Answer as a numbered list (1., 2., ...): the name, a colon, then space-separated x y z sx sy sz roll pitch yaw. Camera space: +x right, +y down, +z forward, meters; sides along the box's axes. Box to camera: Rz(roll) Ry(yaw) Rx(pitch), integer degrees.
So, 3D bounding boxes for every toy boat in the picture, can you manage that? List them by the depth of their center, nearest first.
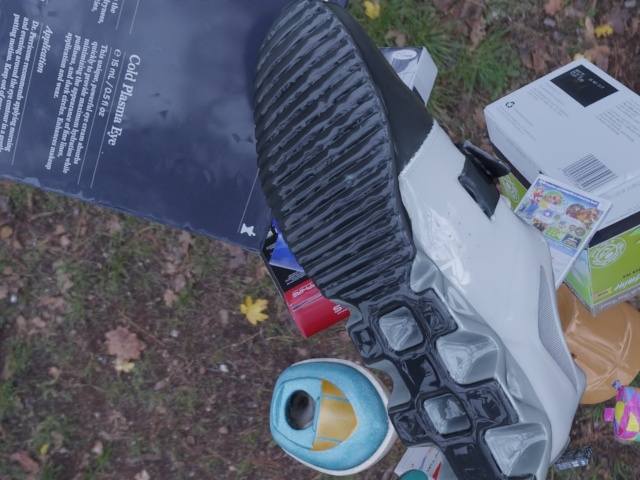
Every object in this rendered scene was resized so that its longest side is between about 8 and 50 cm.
1. toy boat: 0.003 0.356 1.032 0.268 0.148 0.318 -7 71 41

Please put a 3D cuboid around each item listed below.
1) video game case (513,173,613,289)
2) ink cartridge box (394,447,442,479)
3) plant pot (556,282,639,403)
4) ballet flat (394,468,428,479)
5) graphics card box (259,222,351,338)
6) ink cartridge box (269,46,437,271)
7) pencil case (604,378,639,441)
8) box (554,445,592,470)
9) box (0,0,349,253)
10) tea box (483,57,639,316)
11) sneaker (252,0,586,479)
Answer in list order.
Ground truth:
1. video game case: 0.242 -0.006 0.668 0.087 0.011 0.122 33 87 40
2. ink cartridge box: 0.261 0.441 1.246 0.078 0.231 0.134 43 64 -5
3. plant pot: 0.632 0.239 1.566 0.203 0.291 0.290 29 97 -19
4. ballet flat: 0.135 0.492 1.123 0.070 0.188 0.070 16 120 30
5. graphics card box: 0.000 0.000 1.176 0.233 0.094 0.371 -27 37 -7
6. ink cartridge box: 0.033 -0.113 0.856 0.165 0.065 0.332 10 74 34
7. pencil case: 0.621 0.304 1.054 0.236 0.104 0.104 5 85 13
8. box: 0.641 0.551 1.569 0.083 0.067 0.018 -29 87 33
9. box: -0.162 -0.205 0.676 0.313 0.179 0.343 18 106 -12
10. tea box: 0.502 -0.101 1.160 0.220 0.323 0.329 -27 42 3
11. sneaker: 0.071 -0.006 0.416 0.122 0.146 0.330 -25 90 48
